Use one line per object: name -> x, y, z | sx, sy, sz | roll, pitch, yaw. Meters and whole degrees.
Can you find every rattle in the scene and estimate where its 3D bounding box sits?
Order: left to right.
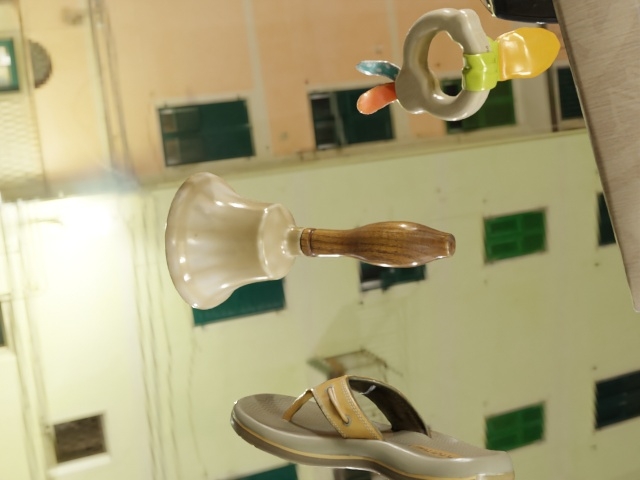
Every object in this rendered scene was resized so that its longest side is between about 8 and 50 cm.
rattle -> 0.151, -0.204, 1.241 | 0.130, 0.143, 0.200 | 55, -33, -6

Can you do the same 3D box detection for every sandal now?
sandal -> 0.028, 0.102, 0.598 | 0.180, 0.072, 0.049 | 6, -85, 40

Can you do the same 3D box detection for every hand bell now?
hand bell -> 0.000, 0.000, 0.917 | 0.242, 0.126, 0.126 | 0, -80, 28

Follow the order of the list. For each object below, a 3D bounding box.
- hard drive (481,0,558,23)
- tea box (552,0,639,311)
hard drive -> 0.114, -0.273, 0.788 | 0.254, 0.054, 0.172 | -98, 169, -54
tea box -> 0.302, -0.125, 0.465 | 0.329, 0.323, 0.219 | -15, -90, 28
